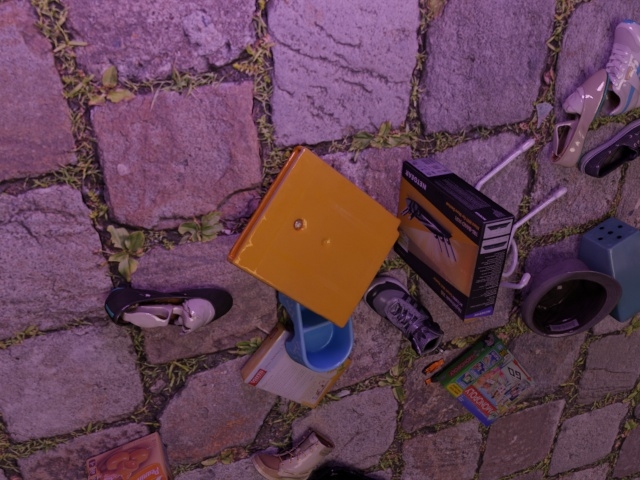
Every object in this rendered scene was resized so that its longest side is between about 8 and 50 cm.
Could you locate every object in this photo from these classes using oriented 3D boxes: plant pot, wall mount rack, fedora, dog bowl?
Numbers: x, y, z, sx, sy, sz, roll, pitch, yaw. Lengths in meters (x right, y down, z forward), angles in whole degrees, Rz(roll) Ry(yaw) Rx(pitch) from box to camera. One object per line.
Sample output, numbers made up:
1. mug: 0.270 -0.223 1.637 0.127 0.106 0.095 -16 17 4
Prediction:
1. plant pot: 0.827 0.068 1.741 0.166 0.165 0.234 -31 120 -5
2. wall mount rack: 0.466 -0.062 1.535 0.350 0.131 0.304 41 66 -37
3. fedora: 0.675 0.143 1.722 0.244 0.124 0.275 12 129 -10
4. dog bowl: -0.002 0.182 1.477 0.166 0.074 0.297 -16 115 -23

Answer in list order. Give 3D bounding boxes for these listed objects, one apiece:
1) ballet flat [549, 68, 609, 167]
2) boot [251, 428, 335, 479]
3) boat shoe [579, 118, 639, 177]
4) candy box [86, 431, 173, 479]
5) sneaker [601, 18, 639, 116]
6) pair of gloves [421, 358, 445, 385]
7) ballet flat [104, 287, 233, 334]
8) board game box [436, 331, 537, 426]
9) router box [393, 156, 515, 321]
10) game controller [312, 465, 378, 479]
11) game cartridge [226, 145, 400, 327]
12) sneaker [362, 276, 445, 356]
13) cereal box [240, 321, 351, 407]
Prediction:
1. ballet flat: 0.605 -0.287 1.481 0.086 0.086 0.248 -5 122 -20
2. boot: -0.073 0.594 1.732 0.165 0.077 0.213 -48 131 10
3. boat shoe: 0.772 -0.230 1.582 0.229 0.076 0.080 -29 127 -4
4. candy box: -0.430 0.617 1.444 0.183 0.316 0.087 -20 126 -11
5. sneaker: 0.702 -0.394 1.444 0.092 0.087 0.228 -26 126 -11
6. pair of gloves: 0.334 0.385 1.817 0.074 0.010 0.083 -26 127 -6
7. ballet flat: -0.318 0.158 1.346 0.281 0.096 0.095 2 118 -24
8. board game box: 0.511 0.428 1.891 0.213 0.046 0.317 -42 129 5
9. router box: 0.276 -0.011 1.362 0.081 0.309 0.242 -11 123 -21
10. game controller: 0.089 0.784 1.925 0.319 0.067 0.166 34 103 -34
11. game cartridge: 0.000 0.000 1.353 0.324 0.053 0.285 35 84 -32
12. sneaker: 0.220 0.196 1.562 0.101 0.153 0.269 -47 126 9
13. cereal box: -0.059 0.321 1.586 0.240 0.047 0.173 31 102 -33
